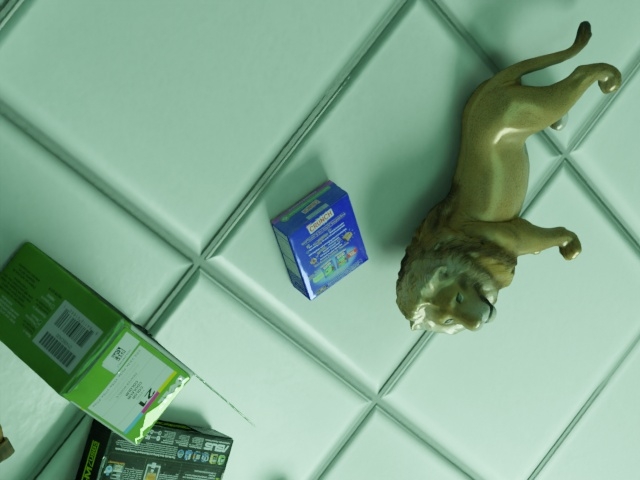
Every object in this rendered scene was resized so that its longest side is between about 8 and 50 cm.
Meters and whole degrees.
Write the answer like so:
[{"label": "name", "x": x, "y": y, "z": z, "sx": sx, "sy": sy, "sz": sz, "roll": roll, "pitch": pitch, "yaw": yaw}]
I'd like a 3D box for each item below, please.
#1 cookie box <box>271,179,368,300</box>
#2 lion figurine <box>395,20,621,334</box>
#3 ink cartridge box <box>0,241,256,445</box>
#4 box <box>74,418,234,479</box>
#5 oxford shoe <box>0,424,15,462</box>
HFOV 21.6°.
[{"label": "cookie box", "x": 0.000, "y": 0.000, "z": 1.928, "sx": 0.092, "sy": 0.040, "sz": 0.107, "roll": -35, "pitch": 134, "yaw": -20}, {"label": "lion figurine", "x": 0.214, "y": -0.079, "z": 2.023, "sx": 0.240, "sy": 0.142, "sz": 0.392, "roll": 1, "pitch": 100, "yaw": -33}, {"label": "ink cartridge box", "x": -0.207, "y": 0.132, "z": 1.718, "sx": 0.097, "sy": 0.189, "sz": 0.255, "roll": -51, "pitch": 137, "yaw": -6}, {"label": "box", "x": -0.200, "y": 0.296, "z": 1.905, "sx": 0.191, "sy": 0.045, "sz": 0.184, "roll": 16, "pitch": 93, "yaw": -46}, {"label": "oxford shoe", "x": -0.421, "y": 0.229, "z": 1.694, "sx": 0.212, "sy": 0.076, "sz": 0.076, "roll": -28, "pitch": 101, "yaw": -23}]
